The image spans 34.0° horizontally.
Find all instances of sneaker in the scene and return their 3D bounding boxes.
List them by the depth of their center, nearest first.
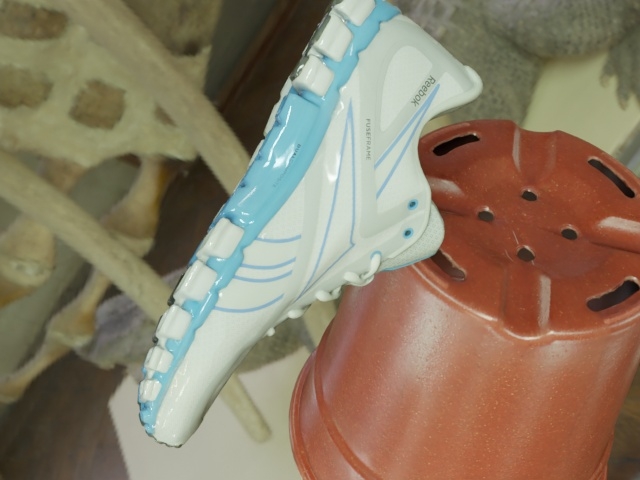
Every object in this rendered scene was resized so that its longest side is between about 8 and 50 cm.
[{"bbox_3d":[0.000,0.000,0.393,0.191,0.082,0.071,-60,7,-1],"label":"sneaker"}]

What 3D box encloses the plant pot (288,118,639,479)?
[{"bbox_3d":[0.123,0.072,0.786,0.265,0.272,0.272,100,162,-47],"label":"plant pot"}]
